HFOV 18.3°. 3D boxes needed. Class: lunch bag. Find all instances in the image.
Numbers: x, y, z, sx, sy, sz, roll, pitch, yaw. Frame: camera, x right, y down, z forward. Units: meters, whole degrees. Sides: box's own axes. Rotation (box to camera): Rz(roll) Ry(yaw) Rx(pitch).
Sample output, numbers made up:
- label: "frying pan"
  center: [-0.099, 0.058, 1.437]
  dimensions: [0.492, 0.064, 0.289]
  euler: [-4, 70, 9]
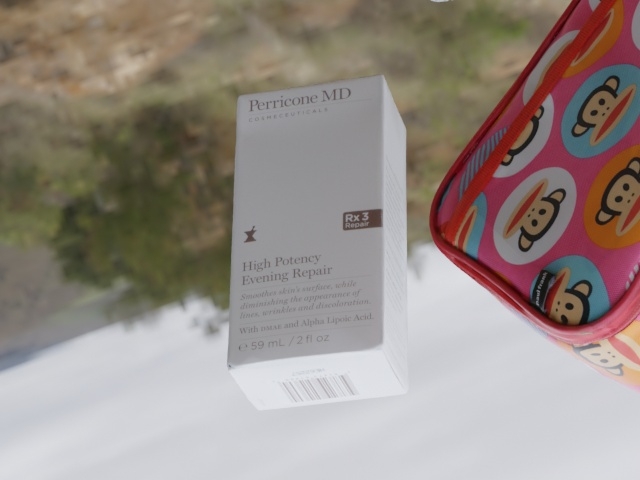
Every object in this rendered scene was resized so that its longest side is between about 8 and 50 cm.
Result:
- label: "lunch bag"
  center: [0.203, -0.073, 1.178]
  dimensions: [0.293, 0.120, 0.258]
  euler: [-55, -150, 3]

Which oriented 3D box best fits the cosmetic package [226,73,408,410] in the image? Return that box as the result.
- label: "cosmetic package"
  center: [0.000, 0.000, 1.432]
  dimensions: [0.117, 0.231, 0.085]
  euler: [-8, 150, 12]
